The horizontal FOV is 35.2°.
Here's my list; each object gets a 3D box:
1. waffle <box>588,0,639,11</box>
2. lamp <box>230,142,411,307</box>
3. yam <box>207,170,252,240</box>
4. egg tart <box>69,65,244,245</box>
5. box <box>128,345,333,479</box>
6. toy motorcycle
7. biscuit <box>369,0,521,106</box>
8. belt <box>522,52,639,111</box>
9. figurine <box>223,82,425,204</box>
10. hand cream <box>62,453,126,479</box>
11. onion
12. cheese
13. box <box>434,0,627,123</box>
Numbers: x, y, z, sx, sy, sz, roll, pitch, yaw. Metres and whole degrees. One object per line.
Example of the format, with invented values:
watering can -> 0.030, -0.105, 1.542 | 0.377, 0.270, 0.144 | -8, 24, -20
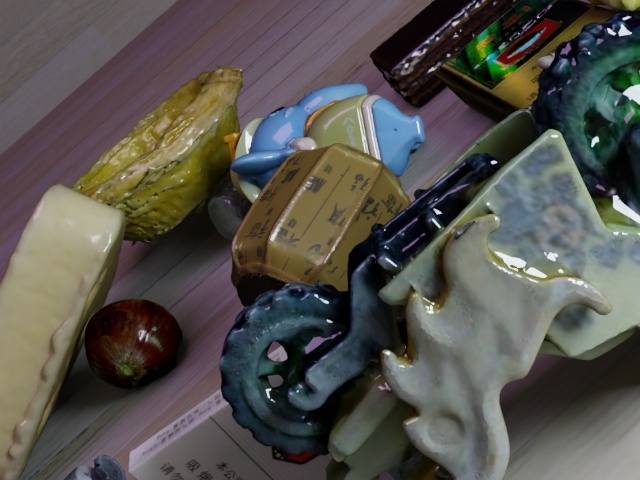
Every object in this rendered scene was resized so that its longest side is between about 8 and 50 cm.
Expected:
waffle -> 0.394, -0.317, 1.066 | 0.281, 0.058, 0.301 | -28, 29, -8
lamp -> 0.000, 0.000, 1.046 | 0.161, 0.161, 0.185 | -10, 43, 47
yam -> -0.089, -0.085, 1.392 | 0.078, 0.078, 0.179 | -7, 42, 49
egg tart -> -0.220, -0.105, 1.443 | 0.345, 0.132, 0.345 | -38, 16, 13
box -> -0.024, 0.160, 0.840 | 0.245, 0.139, 0.035 | -34, 24, 11
toy motorcycle -> 0.132, 0.041, 0.711 | 0.410, 0.237, 0.169 | -38, 10, 11
biscuit -> 0.240, -0.332, 1.339 | 0.388, 0.073, 0.107 | -39, 27, 3
belt -> 0.314, -0.151, 0.842 | 0.359, 0.126, 0.094 | -33, 24, -20
figurine -> 0.010, -0.109, 1.248 | 0.262, 0.154, 0.180 | -12, 25, 17
hand cream -> -0.309, 0.327, 1.078 | 0.256, 0.055, 0.088 | -44, 20, 10
onion -> -0.232, 0.122, 1.227 | 0.117, 0.118, 0.118 | -42, 25, 6
cheese -> -0.361, 0.138, 1.266 | 0.384, 0.104, 0.384 | -158, 90, -83
box -> 0.244, -0.190, 1.108 | 0.159, 0.071, 0.240 | -42, 26, 2
